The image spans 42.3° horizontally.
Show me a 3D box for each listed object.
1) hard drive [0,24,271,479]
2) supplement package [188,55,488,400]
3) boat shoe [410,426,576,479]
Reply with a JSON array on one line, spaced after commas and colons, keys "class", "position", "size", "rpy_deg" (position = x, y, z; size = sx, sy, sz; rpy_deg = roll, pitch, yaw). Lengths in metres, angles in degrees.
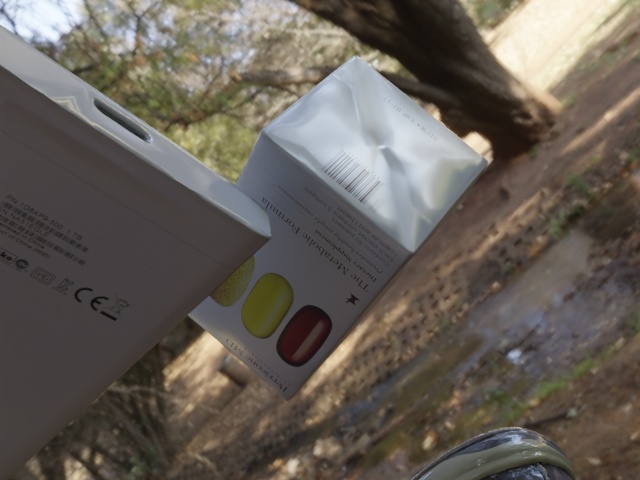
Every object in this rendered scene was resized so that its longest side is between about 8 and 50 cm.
[{"class": "hard drive", "position": [-0.236, 0.041, 0.546], "size": [0.353, 0.233, 0.047], "rpy_deg": [-42, 34, 22]}, {"class": "supplement package", "position": [0.000, 0.000, 0.680], "size": [0.134, 0.139, 0.244], "rpy_deg": [-46, -8, -41]}, {"class": "boat shoe", "position": [0.045, 0.275, 0.591], "size": [0.355, 0.132, 0.130], "rpy_deg": [-37, 34, 4]}]
